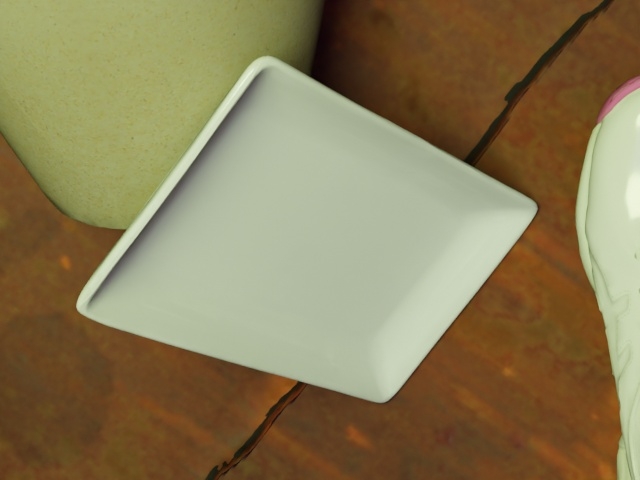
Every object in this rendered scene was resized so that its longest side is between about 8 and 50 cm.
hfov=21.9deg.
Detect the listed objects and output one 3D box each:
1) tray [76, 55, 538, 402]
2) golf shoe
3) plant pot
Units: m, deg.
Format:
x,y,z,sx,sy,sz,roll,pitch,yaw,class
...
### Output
x,y,z,sx,sy,sz,roll,pitch,yaw,class
0.000,0.000,0.823,0.145,0.270,0.030,-52,56,11,tray
0.205,0.065,0.864,0.115,0.140,0.306,-10,102,4,golf shoe
-0.094,-0.154,0.778,0.256,0.256,0.274,-8,120,2,plant pot
